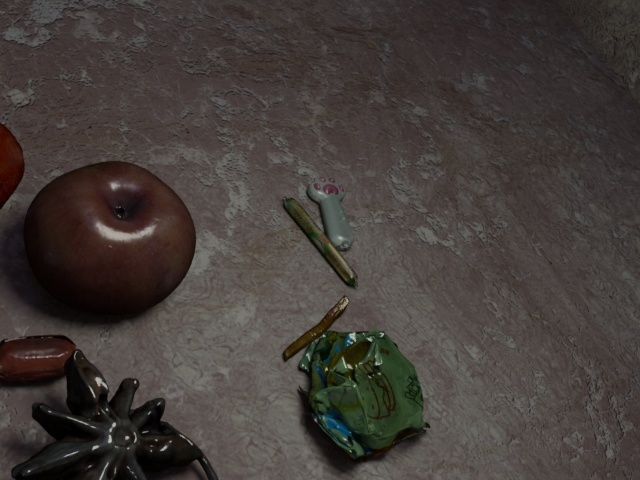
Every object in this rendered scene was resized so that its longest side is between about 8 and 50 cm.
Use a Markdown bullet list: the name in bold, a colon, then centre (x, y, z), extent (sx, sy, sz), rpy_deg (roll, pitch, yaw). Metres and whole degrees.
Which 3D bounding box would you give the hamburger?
- **hamburger**: centre (0.092, 0.266, 1.506), extent (0.260, 0.150, 0.276), rpy_deg (-1, 54, -29)

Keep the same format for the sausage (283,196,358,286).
- **sausage**: centre (0.000, 0.000, 1.756), extent (0.032, 0.033, 0.269), rpy_deg (-25, 67, -39)

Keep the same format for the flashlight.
- **flashlight**: centre (0.030, -0.066, 1.815), extent (0.093, 0.047, 0.200), rpy_deg (3, 52, -25)

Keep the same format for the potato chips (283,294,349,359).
- **potato chips**: centre (-0.009, 0.180, 1.606), extent (0.026, 0.037, 0.204), rpy_deg (37, 51, 19)

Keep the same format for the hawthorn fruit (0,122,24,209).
- **hawthorn fruit**: centre (-0.637, -0.139, 1.437), extent (0.205, 0.205, 0.253), rpy_deg (27, 39, -5)

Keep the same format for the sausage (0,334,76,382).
- **sausage**: centre (-0.476, 0.197, 1.325), extent (0.141, 0.076, 0.076), rpy_deg (-2, 55, -30)

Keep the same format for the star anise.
- **star anise**: centre (-0.329, 0.344, 1.251), extent (0.315, 0.139, 0.360), rpy_deg (-13, 75, -38)

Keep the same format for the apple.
- **apple**: centre (-0.373, -0.011, 1.434), extent (0.305, 0.235, 0.306), rpy_deg (15, 49, -18)
